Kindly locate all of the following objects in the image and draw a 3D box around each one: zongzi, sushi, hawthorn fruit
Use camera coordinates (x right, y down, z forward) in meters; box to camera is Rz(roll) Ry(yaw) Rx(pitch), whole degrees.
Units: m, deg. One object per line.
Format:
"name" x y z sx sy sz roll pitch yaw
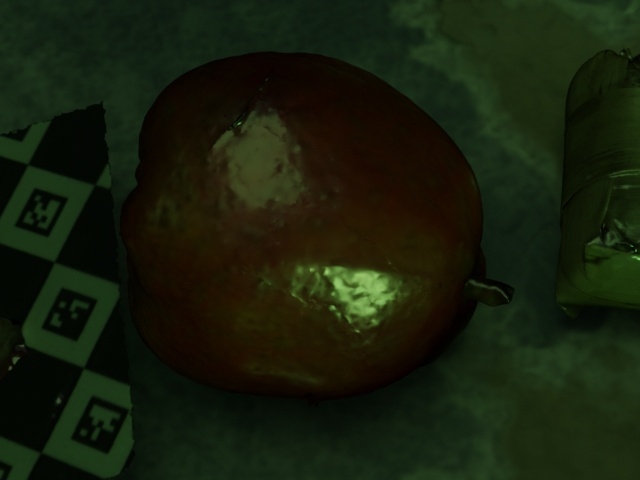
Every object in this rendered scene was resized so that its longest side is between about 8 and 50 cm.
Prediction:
"zongzi" 0.217 -0.025 0.869 0.176 0.078 0.160 8 59 -1
"sushi" -0.203 0.059 0.869 0.231 0.047 0.220 -17 60 13
"hawthorn fruit" 0.000 0.000 0.816 0.202 0.185 0.185 20 63 5
